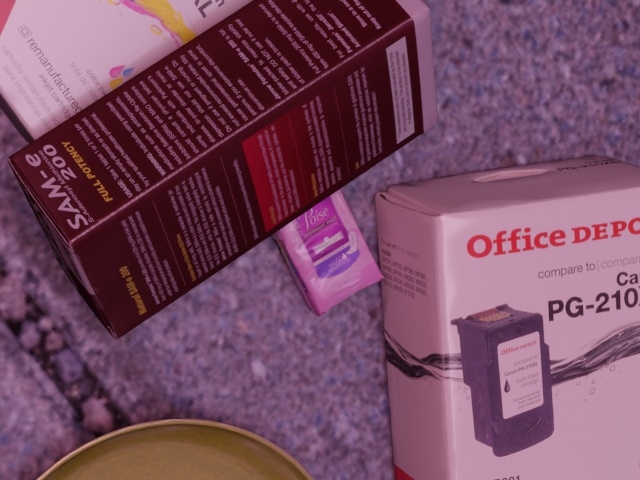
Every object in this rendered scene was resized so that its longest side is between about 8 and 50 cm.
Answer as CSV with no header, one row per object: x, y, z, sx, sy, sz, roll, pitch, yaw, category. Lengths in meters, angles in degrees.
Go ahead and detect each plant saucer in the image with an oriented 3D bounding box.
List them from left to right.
-0.100,0.223,1.113,0.241,0.037,0.241,-4,101,-20,plant saucer

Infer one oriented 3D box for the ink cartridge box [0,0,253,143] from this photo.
-0.128,-0.154,1.014,0.175,0.072,0.127,-38,109,-10,ink cartridge box

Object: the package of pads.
0.000,0.000,1.111,0.050,0.032,0.083,-31,109,-15,package of pads

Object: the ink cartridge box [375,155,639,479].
0.137,0.077,1.138,0.172,0.100,0.237,-8,103,-19,ink cartridge box

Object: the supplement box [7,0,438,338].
-0.049,-0.058,1.027,0.239,0.130,0.073,-34,65,-12,supplement box
